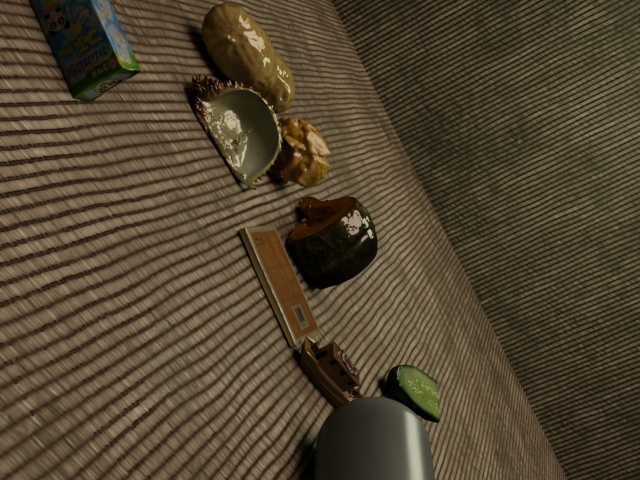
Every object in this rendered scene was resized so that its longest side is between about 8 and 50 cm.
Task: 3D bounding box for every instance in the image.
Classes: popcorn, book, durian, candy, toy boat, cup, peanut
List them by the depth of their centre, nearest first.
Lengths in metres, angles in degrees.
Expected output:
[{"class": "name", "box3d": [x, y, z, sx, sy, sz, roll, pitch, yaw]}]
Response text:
[{"class": "candy", "box3d": [-0.357, -0.319, 1.309, 0.194, 0.097, 0.062, 65, 16, 3]}, {"class": "cup", "box3d": [0.089, 0.407, 1.399, 0.205, 0.205, 0.312, 56, 18, -24]}, {"class": "toy boat", "box3d": [0.031, 0.255, 1.658, 0.200, 0.077, 0.057, 54, 19, -30]}, {"class": "book", "box3d": [-0.075, 0.083, 1.696, 0.241, 0.018, 0.170, 66, 16, 5]}, {"class": "durian", "box3d": [-0.166, -0.231, 1.746, 0.252, 0.144, 0.139, 62, 38, -23]}, {"class": "popcorn", "box3d": [-0.054, -0.195, 1.947, 0.167, 0.148, 0.152, 54, 39, 3]}, {"class": "peanut", "box3d": [-0.156, -0.395, 1.953, 0.319, 0.148, 0.147, 51, 21, -49]}]

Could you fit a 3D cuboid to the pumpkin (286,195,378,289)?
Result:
[{"class": "pumpkin", "box3d": [0.000, 0.001, 1.928, 0.280, 0.190, 0.139, 3, -51, 59]}]

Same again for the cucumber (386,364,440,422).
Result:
[{"class": "cucumber", "box3d": [0.211, 0.355, 2.065, 0.244, 0.063, 0.115, 43, 35, -50]}]
